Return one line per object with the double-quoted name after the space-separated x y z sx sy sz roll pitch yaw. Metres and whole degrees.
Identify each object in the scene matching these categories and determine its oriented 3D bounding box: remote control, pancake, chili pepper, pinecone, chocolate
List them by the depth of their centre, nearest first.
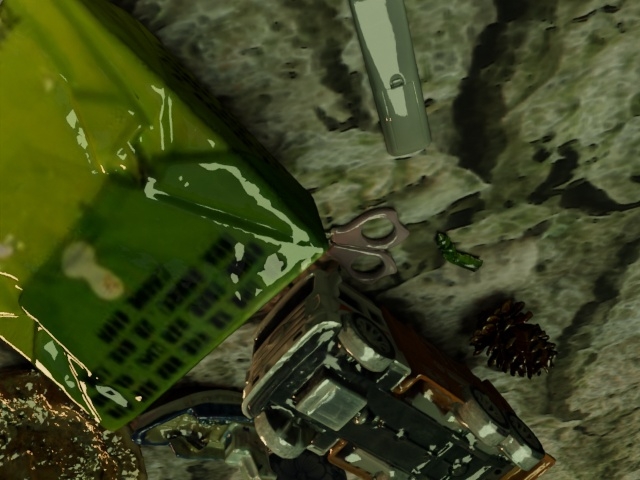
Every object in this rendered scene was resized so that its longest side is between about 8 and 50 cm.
-0.187 -0.021 0.465 0.300 0.137 0.289 -41 103 19 "chocolate"
0.072 -0.165 0.498 0.049 0.027 0.184 -18 124 5 "remote control"
0.172 0.017 0.642 0.083 0.022 0.027 32 149 -26 "chili pepper"
-0.404 0.351 0.676 0.355 0.065 0.357 0 83 -4 "pancake"
0.264 0.134 0.688 0.109 0.102 0.102 28 122 11 "pinecone"

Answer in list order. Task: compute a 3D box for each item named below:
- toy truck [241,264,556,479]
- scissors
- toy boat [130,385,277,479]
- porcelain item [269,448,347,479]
0.091 0.193 0.643 0.387 0.207 0.173 36 106 -23 "toy truck"
0.000 0.000 0.608 0.212 0.021 0.111 7 121 -13 "scissors"
-0.139 0.290 0.735 0.261 0.115 0.114 21 119 -20 "toy boat"
-0.030 0.411 0.813 0.147 0.147 0.114 -2 124 -5 "porcelain item"
